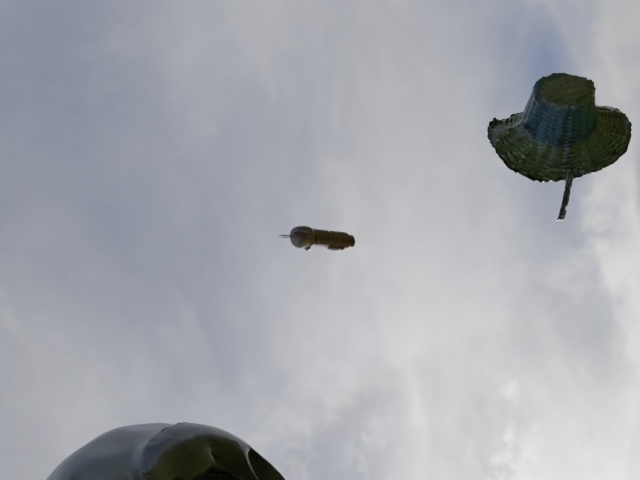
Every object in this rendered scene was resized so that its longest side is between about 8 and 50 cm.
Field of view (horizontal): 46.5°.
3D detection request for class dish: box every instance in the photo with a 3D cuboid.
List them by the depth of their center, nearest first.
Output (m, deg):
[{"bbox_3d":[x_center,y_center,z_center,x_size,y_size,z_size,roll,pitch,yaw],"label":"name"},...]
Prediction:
[{"bbox_3d":[-0.118,0.282,0.758,0.324,0.124,0.324,27,-165,-8],"label":"dish"}]

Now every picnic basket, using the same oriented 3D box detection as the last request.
[{"bbox_3d":[0.142,-0.062,0.449,0.083,0.083,0.065,76,-177,-47],"label":"picnic basket"}]

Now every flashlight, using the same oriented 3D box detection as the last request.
[{"bbox_3d":[0.000,0.000,0.995,0.110,0.052,0.031,7,-103,-36],"label":"flashlight"}]
